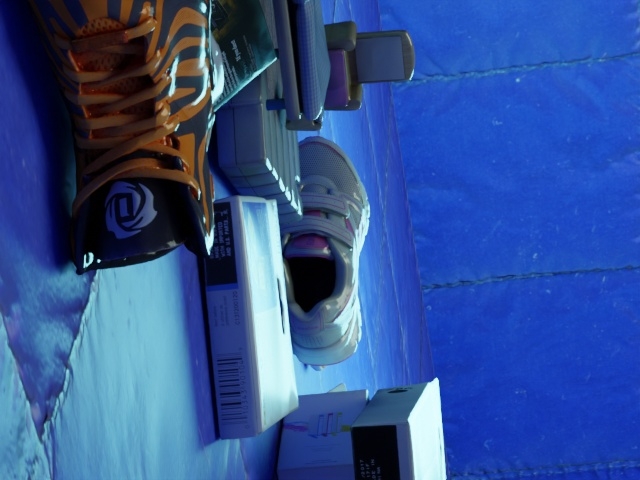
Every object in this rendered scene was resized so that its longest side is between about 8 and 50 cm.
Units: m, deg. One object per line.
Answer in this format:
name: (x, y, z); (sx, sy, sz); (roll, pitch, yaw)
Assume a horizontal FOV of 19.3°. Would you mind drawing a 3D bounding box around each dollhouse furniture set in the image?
dollhouse furniture set: (0.051, -0.204, 1.689); (0.303, 0.198, 0.286); (-84, 169, -61)

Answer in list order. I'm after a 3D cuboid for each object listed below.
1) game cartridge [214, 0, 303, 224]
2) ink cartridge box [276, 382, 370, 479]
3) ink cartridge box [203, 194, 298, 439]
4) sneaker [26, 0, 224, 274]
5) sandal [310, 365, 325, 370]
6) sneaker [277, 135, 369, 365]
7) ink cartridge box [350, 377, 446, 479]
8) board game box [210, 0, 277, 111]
game cartridge: (-0.070, -0.212, 1.821); (0.230, 0.068, 0.355); (47, 38, -72)
ink cartridge box: (0.010, 0.224, 1.948); (0.143, 0.090, 0.092); (-84, 166, -58)
ink cartridge box: (-0.063, 0.064, 1.687); (0.208, 0.045, 0.206); (-3, 87, -82)
sneaker: (-0.111, -0.086, 1.139); (0.321, 0.125, 0.180); (70, 15, -63)
sandal: (0.009, 0.018, 2.156); (0.102, 0.076, 0.265); (-71, 154, -73)
sneaker: (0.000, 0.000, 2.007); (0.111, 0.103, 0.252); (69, 16, -69)
ink cartridge box: (0.084, 0.240, 1.907); (0.333, 0.065, 0.165); (-14, 99, -81)
board game box: (-0.100, -0.153, 1.344); (0.026, 0.126, 0.186); (40, -18, 29)
